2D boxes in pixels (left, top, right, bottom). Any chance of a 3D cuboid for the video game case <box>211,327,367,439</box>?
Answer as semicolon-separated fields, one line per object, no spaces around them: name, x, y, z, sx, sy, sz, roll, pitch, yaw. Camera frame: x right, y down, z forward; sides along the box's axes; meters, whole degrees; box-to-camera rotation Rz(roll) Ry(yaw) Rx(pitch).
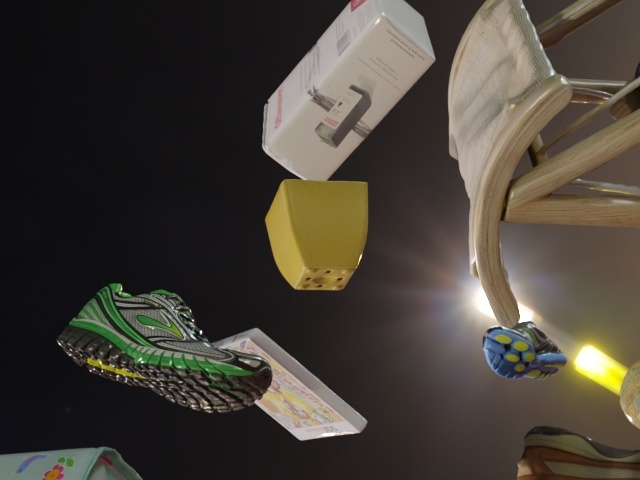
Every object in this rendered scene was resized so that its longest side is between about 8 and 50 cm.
video game case;-0.063;0.226;1.759;0.026;0.227;0.206;-55;15;-27

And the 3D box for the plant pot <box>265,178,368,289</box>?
plant pot;0.000;0.000;1.056;0.082;0.083;0.081;1;-28;-16

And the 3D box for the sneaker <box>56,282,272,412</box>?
sneaker;-0.214;0.139;1.634;0.146;0.344;0.134;-62;-30;-23

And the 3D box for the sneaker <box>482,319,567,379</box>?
sneaker;0.281;0.152;1.635;0.067;0.078;0.188;-48;-36;20

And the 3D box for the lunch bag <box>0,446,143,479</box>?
lunch bag;-0.265;0.321;0.982;0.160;0.223;0.262;48;-132;-33

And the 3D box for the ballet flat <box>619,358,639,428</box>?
ballet flat;0.434;0.122;0.964;0.123;0.349;0.123;4;-90;-76

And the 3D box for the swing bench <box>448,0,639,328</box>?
swing bench;0.207;-0.094;0.782;0.253;0.255;0.165;-87;-19;-64

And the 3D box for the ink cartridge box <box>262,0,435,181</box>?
ink cartridge box;0.030;-0.191;1.386;0.218;0.092;0.158;-46;21;22

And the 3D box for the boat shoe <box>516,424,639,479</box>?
boat shoe;0.416;0.353;1.573;0.122;0.324;0.119;50;-122;-42
